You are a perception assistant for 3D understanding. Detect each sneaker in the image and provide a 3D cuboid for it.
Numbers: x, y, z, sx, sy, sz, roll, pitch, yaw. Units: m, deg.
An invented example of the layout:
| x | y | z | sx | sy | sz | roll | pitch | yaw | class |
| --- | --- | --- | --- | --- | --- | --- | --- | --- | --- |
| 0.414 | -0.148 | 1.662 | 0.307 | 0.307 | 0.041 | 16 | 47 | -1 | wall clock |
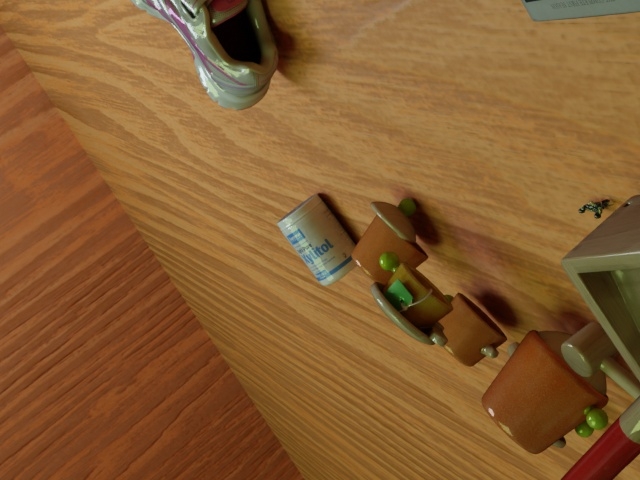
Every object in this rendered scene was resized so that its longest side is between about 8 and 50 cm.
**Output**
| x | y | z | sx | sy | sz | roll | pitch | yaw | class |
| --- | --- | --- | --- | --- | --- | --- | --- | --- | --- |
| -0.123 | -0.260 | 0.930 | 0.252 | 0.103 | 0.111 | 50 | 159 | -16 | sneaker |

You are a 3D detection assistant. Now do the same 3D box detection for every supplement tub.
| x | y | z | sx | sy | sz | roll | pitch | yaw | class |
| --- | --- | --- | --- | --- | --- | --- | --- | --- | --- |
| 0.000 | 0.000 | 1.156 | 0.107 | 0.071 | 0.071 | 52 | 162 | -6 | supplement tub |

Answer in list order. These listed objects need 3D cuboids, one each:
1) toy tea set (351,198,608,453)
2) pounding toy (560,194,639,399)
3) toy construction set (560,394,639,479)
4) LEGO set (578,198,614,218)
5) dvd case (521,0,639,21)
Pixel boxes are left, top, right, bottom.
| x | y | z | sx | sy | sz | roll | pitch | yaw | class |
| --- | --- | --- | --- | --- | --- | --- | --- | --- | --- |
| 0.168 | 0.071 | 0.893 | 0.336 | 0.124 | 0.200 | 44 | -170 | 12 | toy tea set |
| 0.259 | 0.058 | 0.615 | 0.181 | 0.094 | 0.206 | 54 | 162 | -7 | pounding toy |
| 0.305 | 0.175 | 0.463 | 0.309 | 0.257 | 0.237 | 31 | 137 | 13 | toy construction set |
| 0.237 | 0.003 | 0.691 | 0.054 | 0.023 | 0.083 | 16 | 127 | 57 | LEGO set |
| 0.099 | -0.228 | 0.470 | 0.238 | 0.030 | 0.179 | 56 | -179 | -14 | dvd case |
